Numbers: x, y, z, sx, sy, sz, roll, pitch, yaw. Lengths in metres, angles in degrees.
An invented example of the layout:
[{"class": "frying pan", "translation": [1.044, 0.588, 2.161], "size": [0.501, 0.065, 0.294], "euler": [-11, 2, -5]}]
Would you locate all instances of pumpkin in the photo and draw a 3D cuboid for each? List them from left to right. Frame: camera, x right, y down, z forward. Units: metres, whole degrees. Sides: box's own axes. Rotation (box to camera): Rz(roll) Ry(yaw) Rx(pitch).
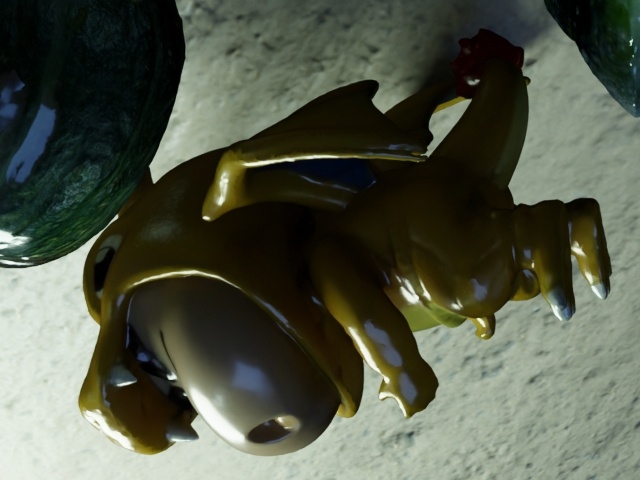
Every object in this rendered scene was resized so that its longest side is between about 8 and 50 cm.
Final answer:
[{"class": "pumpkin", "translation": [-0.201, -0.101, 0.774], "size": [0.197, 0.293, 0.263], "euler": [10, 88, -26]}]

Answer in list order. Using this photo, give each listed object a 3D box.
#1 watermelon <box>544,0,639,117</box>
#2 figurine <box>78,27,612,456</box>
[{"class": "watermelon", "translation": [0.236, -0.211, 0.786], "size": [0.302, 0.264, 0.151], "euler": [17, 127, -31]}, {"class": "figurine", "translation": [0.015, -0.001, 0.875], "size": [0.387, 0.401, 0.268], "euler": [-12, 107, 23]}]
